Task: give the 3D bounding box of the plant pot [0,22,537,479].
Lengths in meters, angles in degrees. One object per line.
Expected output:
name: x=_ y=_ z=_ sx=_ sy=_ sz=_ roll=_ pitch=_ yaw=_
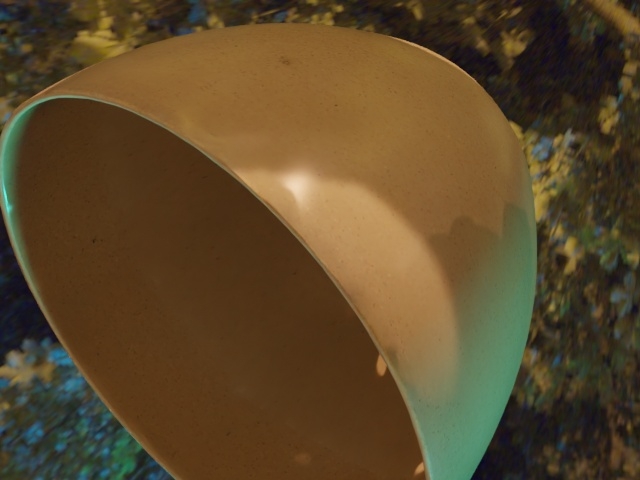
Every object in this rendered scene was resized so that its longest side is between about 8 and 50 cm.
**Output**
plant pot: x=0.000 y=0.000 z=0.727 sx=0.284 sy=0.191 sz=0.284 roll=31 pitch=-36 yaw=26
